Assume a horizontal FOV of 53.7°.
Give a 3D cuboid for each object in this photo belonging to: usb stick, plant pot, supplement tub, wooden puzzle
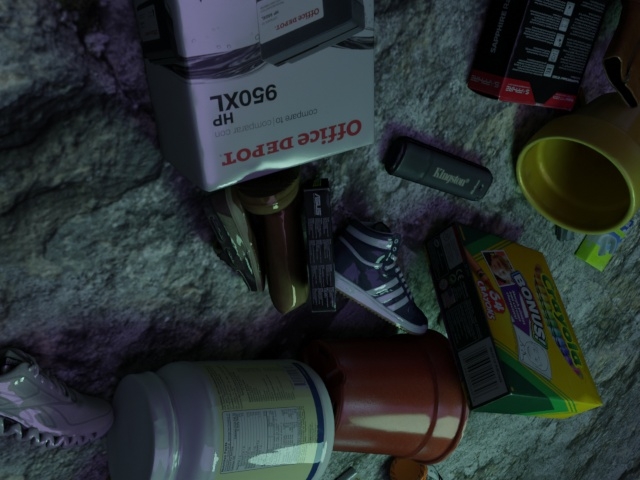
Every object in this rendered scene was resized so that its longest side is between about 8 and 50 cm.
[{"bbox_3d":[0.235,-0.135,1.230,0.278,0.045,0.077,12,105,-39],"label":"usb stick"},{"bbox_3d":[0.099,0.300,1.237,0.265,0.272,0.272,9,108,-29],"label":"plant pot"},{"bbox_3d":[0.248,0.613,1.582,0.117,0.117,0.190,-40,130,-11],"label":"supplement tub"},{"bbox_3d":[0.539,-0.298,1.378,0.116,0.014,0.078,-33,128,-16],"label":"wooden puzzle"},{"bbox_3d":[0.584,-0.181,1.334,0.239,0.254,0.254,-44,132,-27],"label":"plant pot"},{"bbox_3d":[-0.165,0.320,1.064,0.325,0.235,0.235,7,109,-37],"label":"supplement tub"}]

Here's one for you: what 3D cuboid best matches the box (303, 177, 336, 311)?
[{"bbox_3d":[0.000,0.000,1.024,0.045,0.184,0.190,-4,99,-1],"label":"box"}]

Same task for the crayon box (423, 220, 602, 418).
[{"bbox_3d":[0.388,0.166,1.290,0.313,0.363,0.106,14,142,-36],"label":"crayon box"}]

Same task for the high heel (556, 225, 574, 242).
[{"bbox_3d":[0.680,-0.114,1.513,0.261,0.093,0.186,-25,132,-11],"label":"high heel"}]

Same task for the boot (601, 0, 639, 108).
[{"bbox_3d":[0.676,-0.392,1.296,0.264,0.096,0.280,39,62,-40],"label":"boot"}]

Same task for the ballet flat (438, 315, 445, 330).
[{"bbox_3d":[0.372,0.156,1.462,0.213,0.068,0.072,-26,125,-22],"label":"ballet flat"}]

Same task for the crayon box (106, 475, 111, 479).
[{"bbox_3d":[-0.361,0.536,1.140,0.278,0.081,0.165,-51,131,-3],"label":"crayon box"}]

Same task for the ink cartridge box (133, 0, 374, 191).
[{"bbox_3d":[-0.084,-0.298,0.843,0.285,0.166,0.395,-20,123,-26],"label":"ink cartridge box"}]

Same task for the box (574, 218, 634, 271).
[{"bbox_3d":[0.746,-0.015,1.652,0.109,0.042,0.178,22,100,-40],"label":"box"}]

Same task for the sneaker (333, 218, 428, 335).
[{"bbox_3d":[0.133,0.066,1.207,0.282,0.099,0.153,32,92,-27],"label":"sneaker"}]

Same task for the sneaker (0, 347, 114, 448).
[{"bbox_3d":[-0.429,0.226,0.924,0.292,0.110,0.118,23,90,-41],"label":"sneaker"}]

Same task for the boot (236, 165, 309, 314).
[{"bbox_3d":[-0.060,-0.001,0.991,0.089,0.236,0.269,1,118,8],"label":"boot"}]

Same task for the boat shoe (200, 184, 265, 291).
[{"bbox_3d":[-0.139,0.002,1.028,0.073,0.080,0.223,-9,136,1],"label":"boat shoe"}]

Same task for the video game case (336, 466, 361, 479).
[{"bbox_3d":[0.026,0.664,1.516,0.212,0.023,0.193,-34,128,-15],"label":"video game case"}]

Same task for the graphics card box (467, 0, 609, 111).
[{"bbox_3d":[0.428,-0.441,1.175,0.233,0.094,0.371,-2,115,-34],"label":"graphics card box"}]
